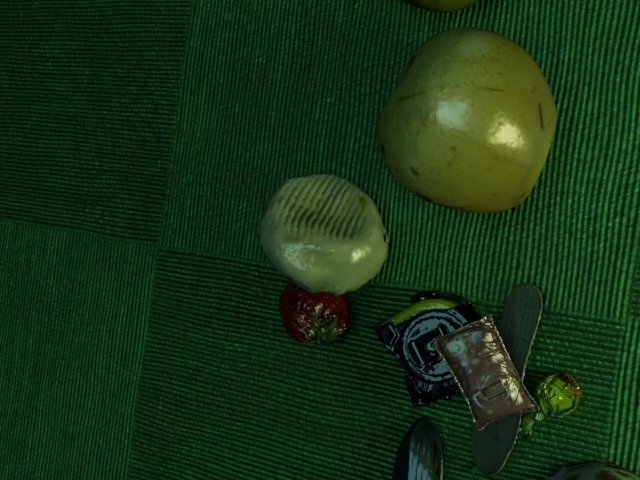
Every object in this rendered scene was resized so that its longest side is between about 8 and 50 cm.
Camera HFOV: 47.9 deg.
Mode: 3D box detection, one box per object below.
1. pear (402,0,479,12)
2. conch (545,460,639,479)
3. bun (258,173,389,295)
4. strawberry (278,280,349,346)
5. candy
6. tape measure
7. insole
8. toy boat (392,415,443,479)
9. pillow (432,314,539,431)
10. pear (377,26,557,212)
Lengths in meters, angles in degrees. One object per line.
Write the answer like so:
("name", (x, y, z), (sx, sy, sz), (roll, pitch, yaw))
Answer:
("pear", (0.240, -0.526, 1.292), (0.269, 0.212, 0.213), (-18, 80, 28))
("conch", (0.501, 0.522, 1.125), (0.368, 0.197, 0.249), (41, 83, 15))
("bun", (0.000, 0.000, 1.380), (0.259, 0.259, 0.160), (35, 137, 22))
("strawberry", (-0.019, 0.138, 1.424), (0.131, 0.131, 0.148), (-57, 44, 11))
("candy", (0.354, 0.331, 1.274), (0.077, 0.073, 0.262), (43, 111, 9))
("tape measure", (0.213, 0.187, 1.318), (0.186, 0.112, 0.199), (-34, 75, 17))
("insole", (0.329, 0.245, 1.283), (0.119, 0.009, 0.349), (16, 92, 58))
("toy boat", (0.184, 0.451, 1.335), (0.092, 0.103, 0.246), (-7, 70, 38))
("pillow", (0.279, 0.226, 1.229), (0.118, 0.043, 0.185), (-25, 87, 5))
("pear", (0.251, -0.197, 1.225), (0.309, 0.309, 0.310), (-1, 86, 24))
